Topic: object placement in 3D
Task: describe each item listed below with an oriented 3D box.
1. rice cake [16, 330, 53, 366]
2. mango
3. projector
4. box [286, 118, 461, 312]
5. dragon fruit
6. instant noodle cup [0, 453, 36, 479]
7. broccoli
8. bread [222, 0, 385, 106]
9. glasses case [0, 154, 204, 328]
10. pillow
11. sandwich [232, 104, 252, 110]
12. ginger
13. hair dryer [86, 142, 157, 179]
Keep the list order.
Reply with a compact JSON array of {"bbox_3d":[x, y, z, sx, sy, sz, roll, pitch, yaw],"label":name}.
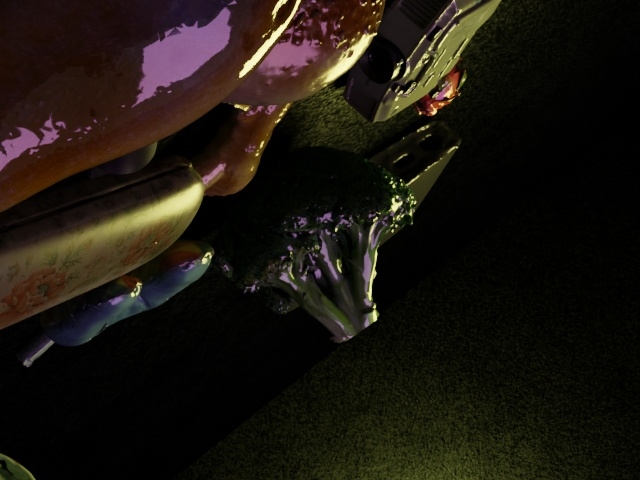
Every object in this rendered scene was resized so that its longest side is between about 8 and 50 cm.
[{"bbox_3d":[-0.357,0.122,1.756,0.121,0.022,0.021,-42,159,-1],"label":"rice cake"},{"bbox_3d":[-0.164,-0.163,0.943,0.384,0.221,0.199,-46,-148,-6],"label":"mango"},{"bbox_3d":[0.136,-0.270,1.762,0.193,0.088,0.269,-35,166,-39],"label":"projector"},{"bbox_3d":[0.075,-0.042,2.331,0.359,0.091,0.350,-34,166,-30],"label":"box"},{"bbox_3d":[0.176,-0.246,1.979,0.116,0.086,0.081,-49,129,-4],"label":"dragon fruit"},{"bbox_3d":[-0.512,0.418,1.878,0.182,0.230,0.230,-56,163,19],"label":"instant noodle cup"},{"bbox_3d":[0.000,0.000,1.889,0.308,0.275,0.308,-24,-171,4],"label":"broccoli"},{"bbox_3d":[-0.046,-0.222,1.154,0.314,0.192,0.171,-30,164,-41],"label":"bread"},{"bbox_3d":[-0.284,0.007,1.419,0.425,0.098,0.156,-26,161,-53],"label":"glasses case"},{"bbox_3d":[-0.241,0.060,1.648,0.233,0.086,0.214,-24,-176,-41],"label":"pillow"},{"bbox_3d":[-0.072,-0.220,1.385,0.162,0.058,0.193,-45,164,10],"label":"sandwich"},{"bbox_3d":[-0.068,-0.161,1.580,0.299,0.065,0.118,-51,164,28],"label":"ginger"},{"bbox_3d":[-0.269,-0.084,1.279,0.248,0.078,0.195,-25,162,-23],"label":"hair dryer"}]
